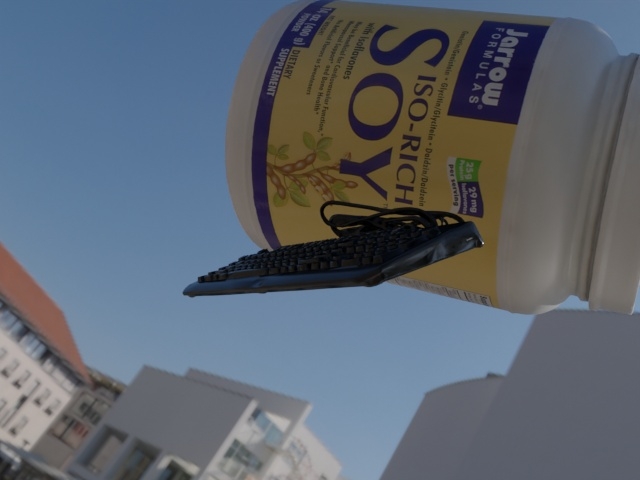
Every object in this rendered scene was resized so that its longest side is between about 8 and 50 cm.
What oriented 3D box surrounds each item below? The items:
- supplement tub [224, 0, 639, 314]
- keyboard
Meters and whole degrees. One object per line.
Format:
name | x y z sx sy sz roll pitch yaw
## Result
supplement tub | 0.113 -0.073 0.643 0.331 0.241 0.241 12 -34 23
keyboard | 0.000 0.000 0.413 0.192 0.100 0.038 -7 -82 54
